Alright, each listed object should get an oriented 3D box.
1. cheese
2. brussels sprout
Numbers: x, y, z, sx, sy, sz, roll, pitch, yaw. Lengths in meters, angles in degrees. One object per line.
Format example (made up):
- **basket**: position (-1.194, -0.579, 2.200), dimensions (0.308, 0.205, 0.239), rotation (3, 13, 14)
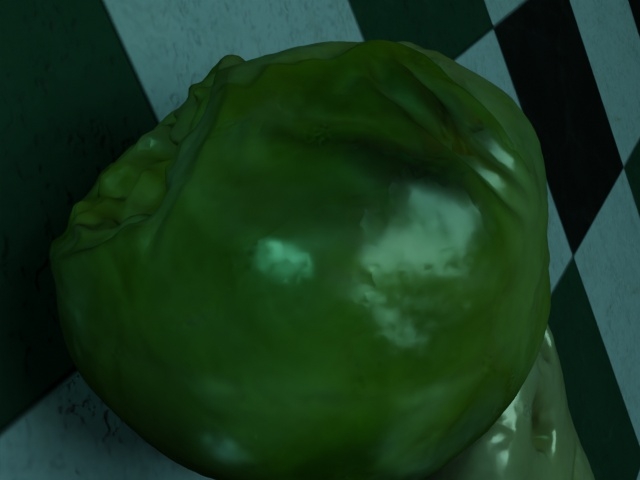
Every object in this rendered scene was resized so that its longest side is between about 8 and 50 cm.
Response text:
- **cheese**: position (0.156, 0.222, 0.949), dimensions (0.328, 0.130, 0.351), rotation (-37, 111, -54)
- **brussels sprout**: position (0.000, 0.000, 0.632), dimensions (0.344, 0.268, 0.344), rotation (6, 56, -9)
